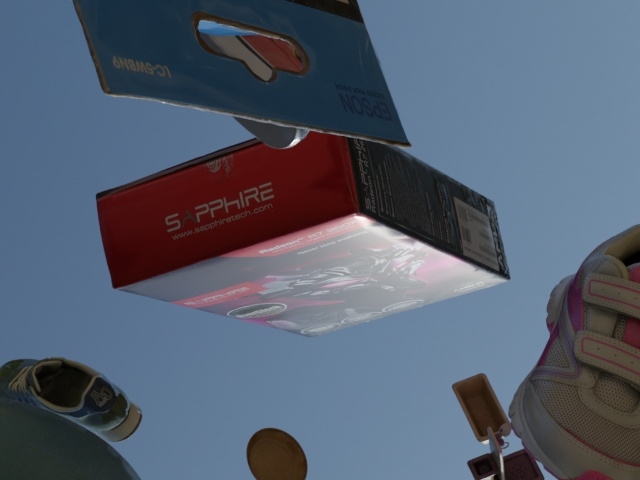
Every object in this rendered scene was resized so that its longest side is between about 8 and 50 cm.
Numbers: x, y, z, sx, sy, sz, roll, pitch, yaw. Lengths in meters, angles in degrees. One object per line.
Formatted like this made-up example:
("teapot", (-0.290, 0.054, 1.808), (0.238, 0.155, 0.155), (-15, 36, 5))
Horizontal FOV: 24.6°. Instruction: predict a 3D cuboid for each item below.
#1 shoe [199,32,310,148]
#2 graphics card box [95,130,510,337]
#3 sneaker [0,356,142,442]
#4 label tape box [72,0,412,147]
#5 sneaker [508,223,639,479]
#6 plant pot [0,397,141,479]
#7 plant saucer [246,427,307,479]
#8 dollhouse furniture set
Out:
("shoe", (-0.059, -0.145, 0.990), (0.178, 0.063, 0.081), (44, -129, 1))
("graphics card box", (0.000, 0.000, 1.317), (0.371, 0.233, 0.094), (20, -125, -63))
("sneaker", (-0.272, 0.143, 1.483), (0.064, 0.192, 0.086), (-61, -37, -23))
("label tape box", (-0.104, -0.188, 0.708), (0.241, 0.106, 0.333), (4, -114, -56))
("sneaker", (0.204, 0.072, 1.016), (0.103, 0.111, 0.252), (23, -141, -4))
("plant pot", (-0.290, 0.296, 1.193), (0.290, 0.290, 0.195), (42, -152, -25))
("plant saucer", (-0.054, 0.263, 1.736), (0.083, 0.015, 0.083), (19, -128, -26))
("dollhouse furniture set", (0.125, 0.157, 1.248), (0.081, 0.091, 0.114), (75, 173, -51))
